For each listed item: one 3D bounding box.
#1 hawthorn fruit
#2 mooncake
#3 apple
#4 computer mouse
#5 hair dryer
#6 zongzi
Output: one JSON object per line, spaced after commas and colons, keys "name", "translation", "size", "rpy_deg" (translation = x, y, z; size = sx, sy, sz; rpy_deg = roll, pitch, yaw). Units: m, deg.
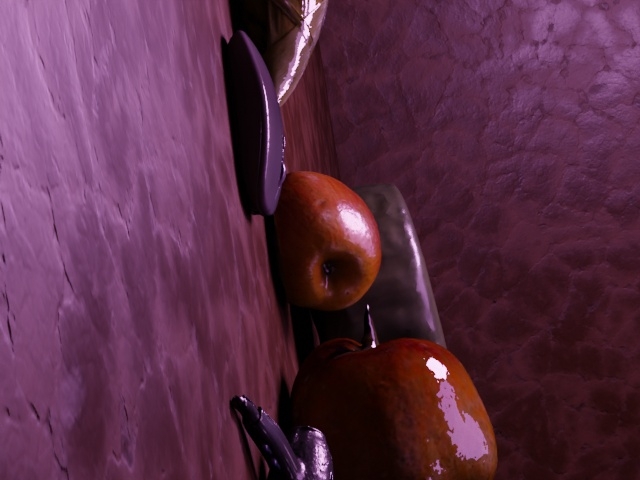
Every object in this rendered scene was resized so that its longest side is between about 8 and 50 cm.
{"name": "hawthorn fruit", "translation": [0.080, 0.233, 1.742], "size": [0.268, 0.267, 0.301], "rpy_deg": [63, 16, -77]}
{"name": "mooncake", "translation": [0.074, 0.087, 2.141], "size": [0.356, 0.194, 0.356], "rpy_deg": [-17, 90, -89]}
{"name": "apple", "translation": [0.000, 0.000, 1.901], "size": [0.173, 0.160, 0.195], "rpy_deg": [-129, -151, -52]}
{"name": "computer mouse", "translation": [-0.075, -0.146, 1.676], "size": [0.120, 0.057, 0.232], "rpy_deg": [65, 16, -74]}
{"name": "hair dryer", "translation": [-0.050, 0.233, 1.365], "size": [0.195, 0.075, 0.219], "rpy_deg": [-82, 155, -43]}
{"name": "zongzi", "translation": [-0.049, -0.333, 1.810], "size": [0.274, 0.125, 0.251], "rpy_deg": [-83, 178, -59]}
